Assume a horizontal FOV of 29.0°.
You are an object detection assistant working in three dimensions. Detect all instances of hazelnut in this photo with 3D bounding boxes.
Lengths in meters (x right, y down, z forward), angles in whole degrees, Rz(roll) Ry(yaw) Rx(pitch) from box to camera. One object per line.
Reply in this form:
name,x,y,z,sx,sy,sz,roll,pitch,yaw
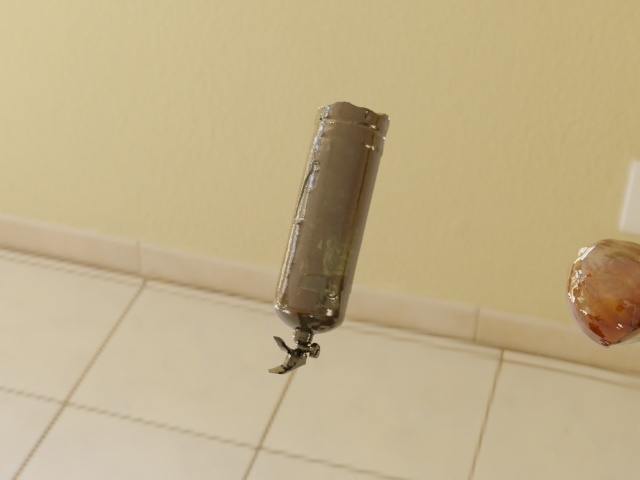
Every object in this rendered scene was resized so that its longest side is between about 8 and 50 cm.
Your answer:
hazelnut,0.221,0.038,0.923,0.086,0.086,0.086,1,36,-1

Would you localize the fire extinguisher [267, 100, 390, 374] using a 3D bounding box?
fire extinguisher,0.000,0.000,1.170,0.072,0.089,0.267,10,80,23
